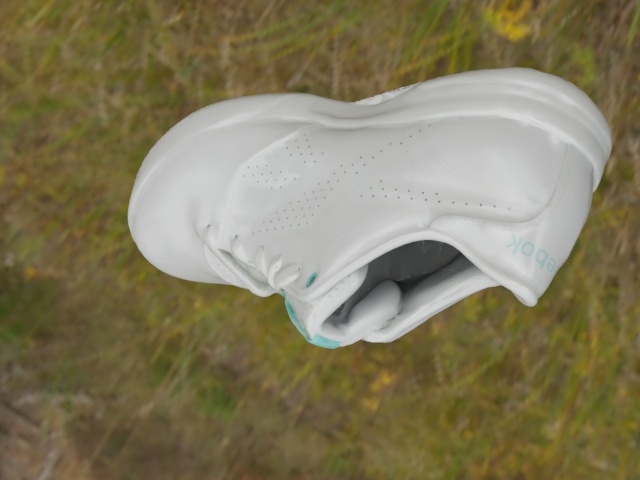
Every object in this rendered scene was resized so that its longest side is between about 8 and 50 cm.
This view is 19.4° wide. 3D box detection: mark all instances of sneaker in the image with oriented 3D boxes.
[{"bbox_3d":[0.000,0.000,0.676,0.212,0.094,0.080,-11,140,41],"label":"sneaker"}]
